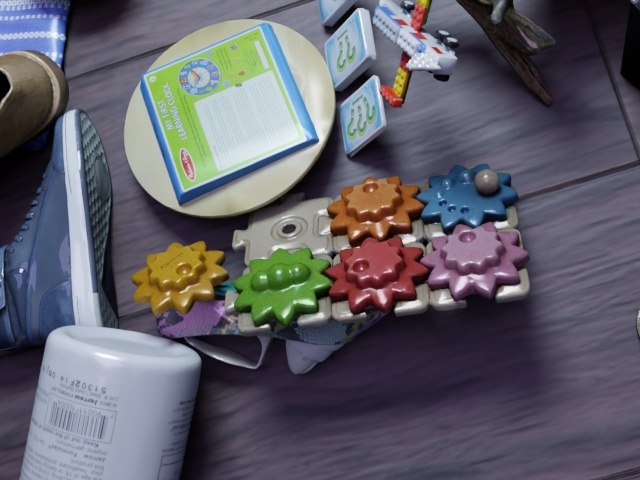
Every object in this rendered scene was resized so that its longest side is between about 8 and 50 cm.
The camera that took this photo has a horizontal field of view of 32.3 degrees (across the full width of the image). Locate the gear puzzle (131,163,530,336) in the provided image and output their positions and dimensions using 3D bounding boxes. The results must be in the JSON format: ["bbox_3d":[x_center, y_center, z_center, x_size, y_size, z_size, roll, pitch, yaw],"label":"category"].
[{"bbox_3d":[0.000,0.000,0.934,0.339,0.044,0.175,-8,41,9],"label":"gear puzzle"}]

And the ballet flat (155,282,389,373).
[{"bbox_3d":[-0.044,0.075,0.968,0.222,0.077,0.079,3,99,19],"label":"ballet flat"}]

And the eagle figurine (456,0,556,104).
[{"bbox_3d":[0.216,-0.309,0.936,0.298,0.226,0.225,-45,52,5],"label":"eagle figurine"}]

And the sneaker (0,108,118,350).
[{"bbox_3d":[-0.278,-0.007,1.023,0.163,0.086,0.226,-6,77,8],"label":"sneaker"}]

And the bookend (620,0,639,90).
[{"bbox_3d":[0.325,-0.136,0.885,0.072,0.157,0.156,-43,72,1],"label":"bookend"}]

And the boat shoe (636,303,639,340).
[{"bbox_3d":[0.382,-0.012,0.871,0.307,0.104,0.110,-37,73,2],"label":"boat shoe"}]

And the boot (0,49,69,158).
[{"bbox_3d":[-0.375,-0.066,1.024,0.305,0.115,0.112,-40,93,15],"label":"boot"}]

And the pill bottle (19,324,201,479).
[{"bbox_3d":[-0.184,0.195,0.925,0.131,0.131,0.229,12,92,15],"label":"pill bottle"}]

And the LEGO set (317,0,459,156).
[{"bbox_3d":[0.046,-0.193,0.923,0.060,0.244,0.182,-2,76,-26],"label":"LEGO set"}]

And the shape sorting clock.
[{"bbox_3d":[-0.085,-0.115,1.026,0.206,0.040,0.206,-5,65,11],"label":"shape sorting clock"}]

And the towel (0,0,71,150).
[{"bbox_3d":[-0.369,-0.252,1.124,0.243,0.040,0.336,3,78,12],"label":"towel"}]
